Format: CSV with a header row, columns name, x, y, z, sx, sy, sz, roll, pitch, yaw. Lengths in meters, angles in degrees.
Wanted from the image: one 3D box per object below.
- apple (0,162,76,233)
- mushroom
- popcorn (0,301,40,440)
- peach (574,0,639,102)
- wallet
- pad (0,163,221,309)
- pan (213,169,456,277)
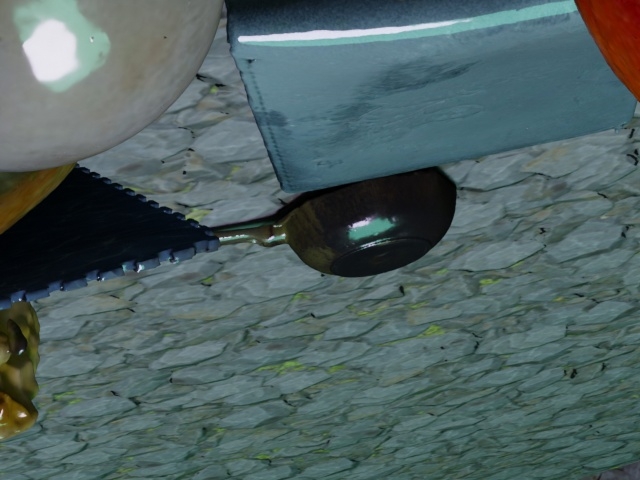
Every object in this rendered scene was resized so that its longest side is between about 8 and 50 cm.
name,x,y,z,sx,sy,sz,roll,pitch,yaw
apple,-0.262,-0.052,0.961,0.346,0.254,0.179,-11,117,-22
mushroom,-0.117,-0.142,0.784,0.215,0.207,0.207,-43,-175,-41
popcorn,-0.268,0.074,1.262,0.180,0.180,0.170,4,160,-39
peach,0.268,-0.159,0.739,0.370,0.370,0.370,-11,161,-4
wallet,0.078,-0.104,1.161,0.251,0.054,0.290,-9,166,1
pad,-0.222,0.008,1.067,0.269,0.012,0.269,-17,-162,-24
pan,0.005,0.004,1.417,0.202,0.048,0.128,-18,161,17
